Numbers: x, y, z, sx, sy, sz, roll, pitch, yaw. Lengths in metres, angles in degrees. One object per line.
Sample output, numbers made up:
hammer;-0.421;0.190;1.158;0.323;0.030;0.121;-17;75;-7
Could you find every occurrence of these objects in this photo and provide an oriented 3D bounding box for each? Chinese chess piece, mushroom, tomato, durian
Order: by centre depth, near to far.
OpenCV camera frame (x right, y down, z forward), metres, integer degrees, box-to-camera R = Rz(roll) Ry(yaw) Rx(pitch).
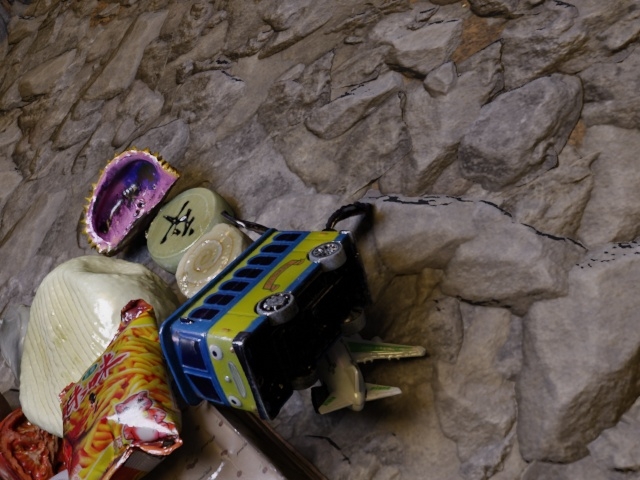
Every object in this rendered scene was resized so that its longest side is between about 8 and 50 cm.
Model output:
tomato;-0.517;0.384;1.419;0.082;0.166;0.174;-35;5;25
Chinese chess piece;-0.261;-0.019;1.581;0.189;0.083;0.188;-22;44;23
mushroom;-0.598;0.242;1.644;0.109;0.097;0.351;-47;45;2
durian;-0.394;-0.083;1.674;0.260;0.186;0.153;-41;73;5

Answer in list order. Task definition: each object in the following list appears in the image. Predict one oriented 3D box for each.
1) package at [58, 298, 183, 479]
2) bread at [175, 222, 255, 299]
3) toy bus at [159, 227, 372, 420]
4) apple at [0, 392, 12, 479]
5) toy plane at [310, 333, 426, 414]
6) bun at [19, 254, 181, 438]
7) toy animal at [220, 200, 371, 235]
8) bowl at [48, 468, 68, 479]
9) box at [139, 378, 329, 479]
package;-0.283;0.245;1.096;0.223;0.108;0.288;-43;35;13
bread;-0.155;0.065;1.383;0.148;0.141;0.134;-50;40;-4
toy bus;-0.065;0.105;1.098;0.175;0.138;0.288;2;31;35
apple;-0.735;0.413;1.505;0.345;0.269;0.344;-7;67;17
toy plane;0.018;0.182;1.169;0.251;0.101;0.255;-10;23;-14
bun;-0.366;0.200;1.377;0.352;0.227;0.349;-55;48;21
toy animal;0.004;0.015;1.293;0.273;0.160;0.197;-18;26;-25
bowl;-0.391;0.479;1.248;0.287;0.144;0.286;-21;46;24
box;-0.136;0.368;1.096;0.225;0.190;0.297;-53;41;-7
